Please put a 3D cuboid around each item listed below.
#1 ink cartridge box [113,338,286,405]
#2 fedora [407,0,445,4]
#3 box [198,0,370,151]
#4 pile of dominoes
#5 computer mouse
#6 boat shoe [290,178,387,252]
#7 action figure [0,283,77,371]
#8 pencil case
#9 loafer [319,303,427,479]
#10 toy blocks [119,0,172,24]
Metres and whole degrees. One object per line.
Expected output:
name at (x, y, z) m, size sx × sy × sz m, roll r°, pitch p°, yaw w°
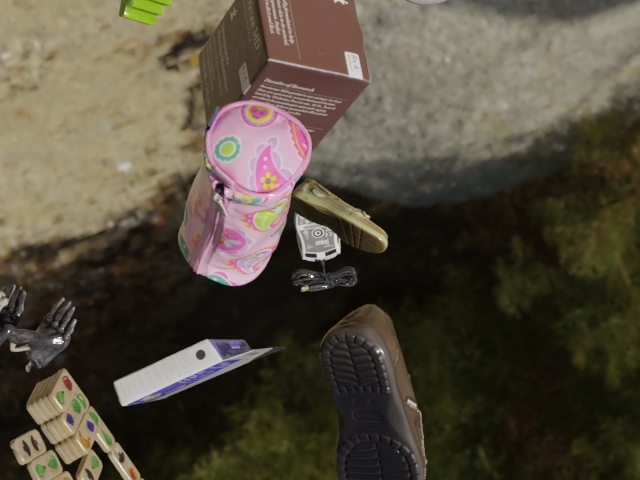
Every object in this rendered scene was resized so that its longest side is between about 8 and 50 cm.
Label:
ink cartridge box at (-0.170, 0.178, 2.022) m, size 0.208 × 0.045 × 0.206 m, roll -22°, pitch 173°, yaw 9°
fedora at (0.146, -0.359, 1.523) m, size 0.275 × 0.124 × 0.244 m, roll -34°, pitch 151°, yaw -1°
box at (-0.057, -0.251, 2.030) m, size 0.167 × 0.168 × 0.203 m, roll 8°, pitch 145°, yaw -27°
pile of dominoes at (-0.253, 0.272, 1.626) m, size 0.040 × 0.251 × 0.196 m, roll -27°, pitch -161°, yaw 15°
computer mouse at (0.000, 0.000, 2.219) m, size 0.106 × 0.193 × 0.042 m, roll -7°, pitch -141°, yaw -1°
boat shoe at (0.030, -0.035, 1.866) m, size 0.048 × 0.153 × 0.056 m, roll -50°, pitch 152°, yaw -27°
action figure at (-0.384, 0.086, 1.412) m, size 0.164 × 0.141 × 0.275 m, roll 23°, pitch -166°, yaw 26°
pencil case at (-0.092, -0.048, 1.567) m, size 0.124 × 0.124 × 0.284 m, roll -22°, pitch 164°, yaw -19°
loafer at (0.095, 0.245, 2.020) m, size 0.133 × 0.366 × 0.130 m, roll 6°, pitch -144°, yaw 20°
toy blocks at (-0.100, -0.426, 1.527) m, size 0.261 × 0.381 × 0.190 m, roll 12°, pitch -179°, yaw 41°
